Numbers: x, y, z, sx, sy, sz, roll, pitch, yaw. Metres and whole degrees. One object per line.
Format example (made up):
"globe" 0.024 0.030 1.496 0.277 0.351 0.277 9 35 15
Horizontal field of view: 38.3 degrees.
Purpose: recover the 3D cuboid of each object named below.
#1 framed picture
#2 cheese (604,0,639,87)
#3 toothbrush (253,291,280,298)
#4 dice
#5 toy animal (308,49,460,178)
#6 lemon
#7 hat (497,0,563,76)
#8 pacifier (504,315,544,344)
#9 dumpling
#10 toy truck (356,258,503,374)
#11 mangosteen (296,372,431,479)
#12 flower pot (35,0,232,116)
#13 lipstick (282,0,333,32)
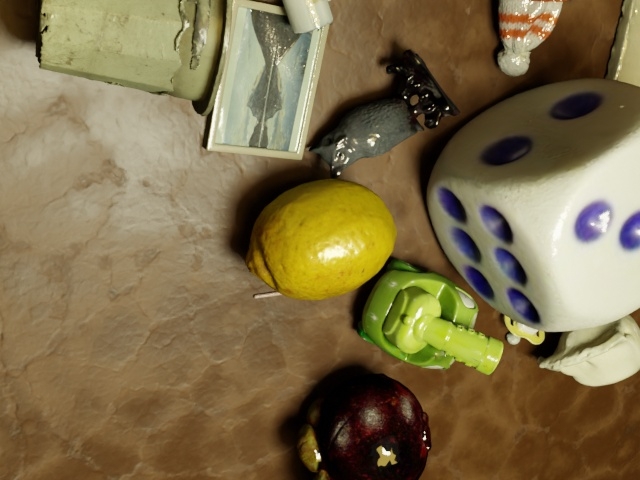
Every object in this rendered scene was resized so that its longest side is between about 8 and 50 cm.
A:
"framed picture" -0.072 -0.213 1.237 0.150 0.015 0.203 4 106 -31
"cheese" 0.499 -0.209 1.548 0.085 0.034 0.400 3 107 -27
"toothbrush" -0.053 0.077 1.360 0.097 0.008 0.006 -7 98 -26
"dice" 0.361 -0.057 1.364 0.304 0.304 0.277 -34 121 -14
"toy animal" 0.083 -0.169 1.318 0.210 0.121 0.117 -33 167 4
"lemon" 0.000 0.000 1.264 0.207 0.170 0.170 -17 116 -22
"hat" 0.303 -0.320 1.366 0.112 0.093 0.162 4 115 -3
"pacifier" 0.345 0.153 1.595 0.083 0.068 0.064 23 131 -17
"dumpling" 0.481 0.196 1.631 0.179 0.131 0.252 -30 166 24
"toy truck" 0.161 0.126 1.395 0.187 0.210 0.148 25 95 -16
"mangosteen" 0.070 0.303 1.411 0.210 0.210 0.209 -10 113 -26
"flower pot" -0.217 -0.250 1.044 0.203 0.212 0.212 -1 109 -19
"lipstick" -0.050 -0.390 1.148 0.059 0.059 0.264 -28 116 -18
